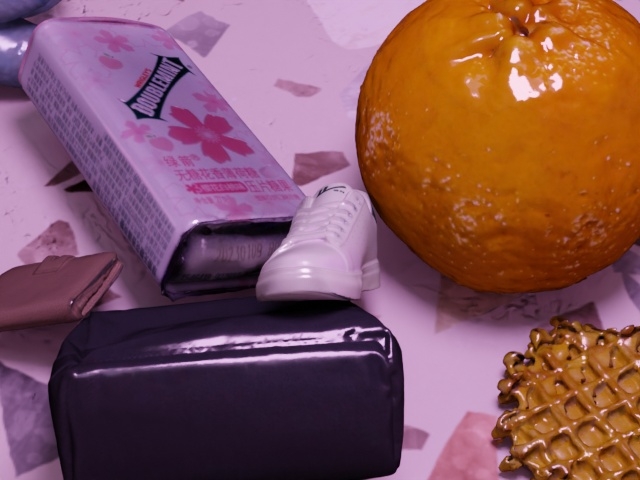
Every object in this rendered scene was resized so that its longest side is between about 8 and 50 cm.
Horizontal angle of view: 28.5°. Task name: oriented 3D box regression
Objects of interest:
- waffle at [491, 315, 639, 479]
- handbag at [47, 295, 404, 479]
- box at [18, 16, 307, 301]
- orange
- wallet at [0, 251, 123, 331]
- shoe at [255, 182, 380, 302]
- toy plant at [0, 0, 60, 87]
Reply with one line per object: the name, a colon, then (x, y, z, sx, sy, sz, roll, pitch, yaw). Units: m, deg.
waffle: (0.281, 0.170, 1.204, 0.231, 0.051, 0.229, 12, 54, 11)
handbag: (-0.088, 0.151, 1.161, 0.301, 0.275, 0.178, -5, 93, -8)
box: (-0.163, -0.096, 1.356, 0.190, 0.112, 0.370, -7, 44, -41)
orange: (0.201, -0.121, 1.290, 0.340, 0.293, 0.341, 0, 51, 0)
wallet: (-0.280, 0.054, 1.269, 0.152, 0.039, 0.118, -10, 27, 29)
shoe: (0.000, 0.000, 1.175, 0.095, 0.265, 0.110, 0, 90, 11)
toy plant: (-0.421, -0.268, 1.483, 0.247, 0.247, 0.332, 36, 52, 27)
